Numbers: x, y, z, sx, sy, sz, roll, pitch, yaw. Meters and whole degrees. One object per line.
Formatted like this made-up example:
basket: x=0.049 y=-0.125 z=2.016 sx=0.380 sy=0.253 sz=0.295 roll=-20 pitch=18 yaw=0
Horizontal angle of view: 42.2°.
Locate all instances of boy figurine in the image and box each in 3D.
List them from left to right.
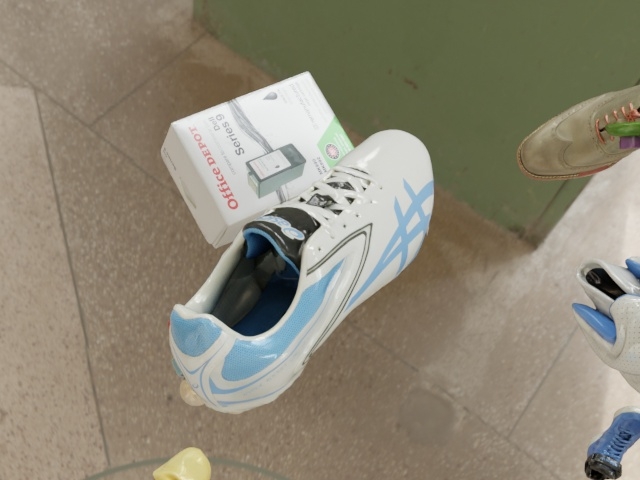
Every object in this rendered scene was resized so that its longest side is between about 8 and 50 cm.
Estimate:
boy figurine: x=-0.192 y=0.449 z=1.242 sx=0.092 sy=0.177 sz=0.285 roll=-26 pitch=60 yaw=12

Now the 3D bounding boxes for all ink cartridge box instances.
ink cartridge box: x=-0.104 y=-0.144 z=1.474 sx=0.289 sy=0.121 sz=0.211 roll=-27 pitch=81 yaw=-26

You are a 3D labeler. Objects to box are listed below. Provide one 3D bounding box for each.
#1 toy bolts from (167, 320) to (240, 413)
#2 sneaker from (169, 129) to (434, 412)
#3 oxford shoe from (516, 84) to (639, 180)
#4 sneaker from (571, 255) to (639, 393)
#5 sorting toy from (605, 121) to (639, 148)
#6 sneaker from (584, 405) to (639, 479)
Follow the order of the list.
toy bolts: x=-0.161 y=0.229 z=1.531 sx=0.228 sy=0.218 sz=0.158 roll=19 pitch=62 yaw=-48
sneaker: x=0.000 y=0.000 z=0.508 sx=0.085 sy=0.086 sz=0.237 roll=21 pitch=52 yaw=28
oxford shoe: x=0.479 y=-0.193 z=1.328 sx=0.348 sy=0.130 sz=0.123 roll=-22 pitch=81 yaw=16
sneaker: x=0.344 y=0.081 z=0.759 sx=0.236 sy=0.130 sz=0.323 roll=42 pitch=20 yaw=9
sorting toy: x=0.322 y=-0.092 z=0.782 sx=0.102 sy=0.061 sz=0.042 roll=-2 pitch=97 yaw=16
sneaker: x=0.460 y=0.323 z=1.289 sx=0.058 sy=0.152 sz=0.084 roll=28 pitch=48 yaw=2
